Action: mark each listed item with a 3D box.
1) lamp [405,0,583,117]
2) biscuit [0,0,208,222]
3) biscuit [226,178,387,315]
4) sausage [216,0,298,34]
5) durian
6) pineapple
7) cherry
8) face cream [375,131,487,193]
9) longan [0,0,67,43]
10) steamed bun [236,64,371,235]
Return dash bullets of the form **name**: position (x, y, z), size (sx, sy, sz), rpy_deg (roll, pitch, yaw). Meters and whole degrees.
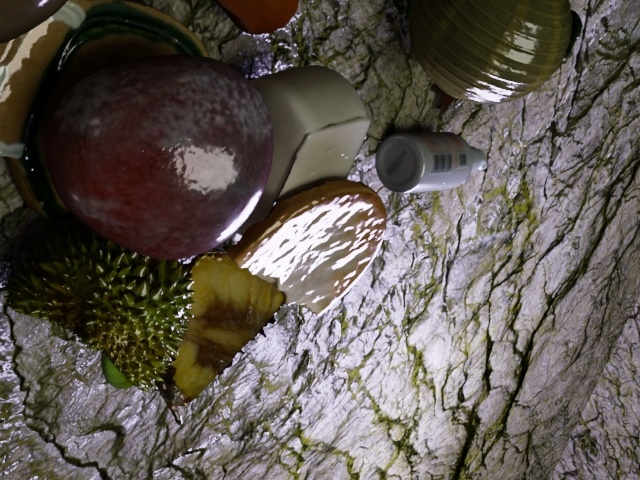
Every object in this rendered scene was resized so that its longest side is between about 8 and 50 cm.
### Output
- **lamp**: position (0.241, -0.302, 1.710), size (0.250, 0.250, 0.284), rpy_deg (-16, 145, -45)
- **biscuit**: position (-0.271, -0.149, 1.345), size (0.344, 0.057, 0.287), rpy_deg (10, 112, -56)
- **biscuit**: position (0.000, 0.000, 1.589), size (0.204, 0.040, 0.309), rpy_deg (-42, 153, 4)
- **sausage**: position (-0.125, -0.339, 1.324), size (0.097, 0.094, 0.348), rpy_deg (-58, 148, -1)
- **durian**: position (-0.259, 0.066, 1.408), size (0.176, 0.237, 0.200), rpy_deg (-53, 145, -16)
- **pineapple**: position (-0.186, 0.114, 1.663), size (0.158, 0.161, 0.334), rpy_deg (49, 55, -20)
- **cherry**: position (-0.164, -0.093, 1.285), size (0.285, 0.213, 0.236), rpy_deg (12, 101, -45)
- **face cream**: position (0.203, -0.135, 1.951), size (0.252, 0.101, 0.101), rpy_deg (-8, 126, -51)
- **longan**: position (-0.311, -0.290, 0.979), size (0.258, 0.258, 0.258), rpy_deg (-34, 143, -30)
- **steamed bun**: position (-0.056, -0.126, 1.547), size (0.146, 0.164, 0.241), rpy_deg (-21, 150, -41)
